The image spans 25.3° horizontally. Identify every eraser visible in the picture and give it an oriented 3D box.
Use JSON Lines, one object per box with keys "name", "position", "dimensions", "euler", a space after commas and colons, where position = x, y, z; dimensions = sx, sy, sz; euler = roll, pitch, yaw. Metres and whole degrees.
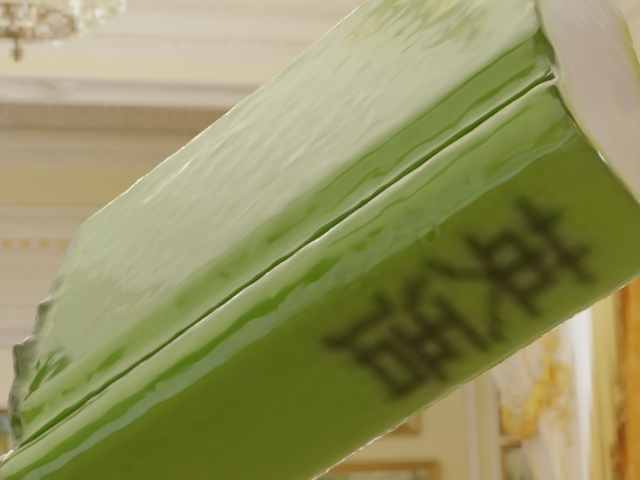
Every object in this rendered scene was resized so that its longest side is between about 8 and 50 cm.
{"name": "eraser", "position": [0.000, 0.000, 0.578], "dimensions": [0.274, 0.210, 0.092], "euler": [-35, -66, 23]}
